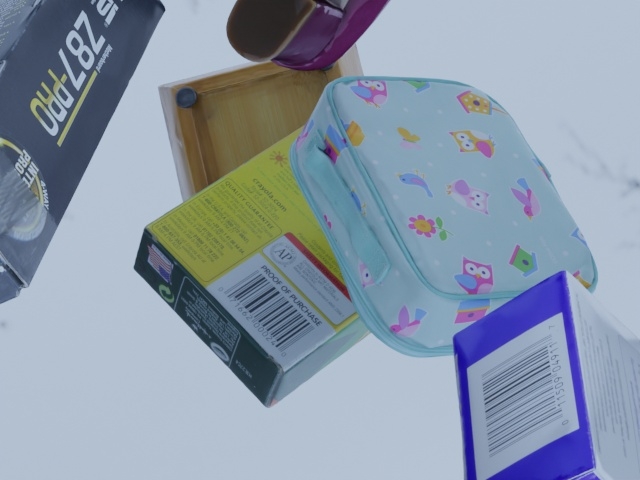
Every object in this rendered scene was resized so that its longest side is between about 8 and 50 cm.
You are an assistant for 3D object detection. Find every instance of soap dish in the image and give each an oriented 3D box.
[{"bbox_3d":[-0.042,-0.066,2.015,0.229,0.290,0.118,-14,-10,2],"label":"soap dish"}]

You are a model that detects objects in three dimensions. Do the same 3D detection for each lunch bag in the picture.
[{"bbox_3d":[0.100,-0.026,1.672,0.224,0.279,0.108,-4,-39,-32],"label":"lunch bag"}]

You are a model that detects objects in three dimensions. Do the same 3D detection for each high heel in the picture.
[{"bbox_3d":[0.069,-0.295,1.533,0.377,0.127,0.181,-43,-6,19],"label":"high heel"}]

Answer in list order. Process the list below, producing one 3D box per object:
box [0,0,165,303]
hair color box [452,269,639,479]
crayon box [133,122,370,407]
[{"bbox_3d":[-0.311,-0.027,1.186,0.395,0.097,0.318,-23,26,26],"label":"box"},{"bbox_3d":[0.234,0.195,1.269,0.110,0.185,0.339,-34,-57,27],"label":"hair color box"},{"bbox_3d":[0.000,0.000,1.840,0.318,0.202,0.081,-34,-20,-32],"label":"crayon box"}]
